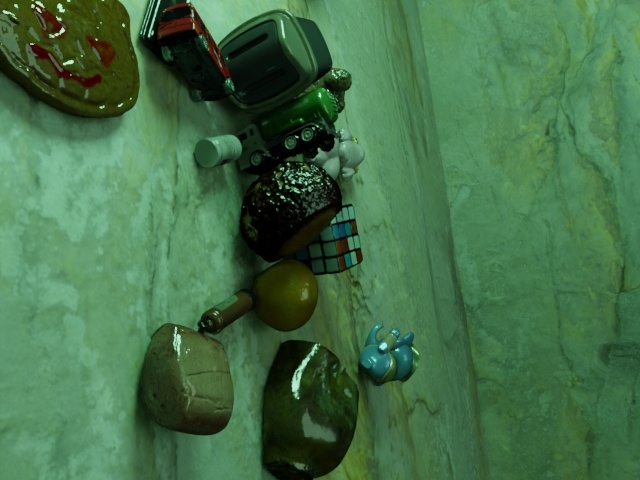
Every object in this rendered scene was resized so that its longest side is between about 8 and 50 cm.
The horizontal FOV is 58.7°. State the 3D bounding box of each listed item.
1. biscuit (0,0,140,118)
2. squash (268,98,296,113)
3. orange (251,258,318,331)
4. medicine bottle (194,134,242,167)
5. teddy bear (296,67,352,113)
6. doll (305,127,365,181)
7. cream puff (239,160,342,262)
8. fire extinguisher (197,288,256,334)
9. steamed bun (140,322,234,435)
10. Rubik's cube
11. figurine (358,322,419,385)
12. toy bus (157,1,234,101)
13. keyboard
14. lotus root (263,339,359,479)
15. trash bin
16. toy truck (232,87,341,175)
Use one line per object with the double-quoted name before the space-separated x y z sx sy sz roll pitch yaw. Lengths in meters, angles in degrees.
"biscuit" -0.376 -0.314 0.851 0.273 0.049 0.258 14 70 -64
"squash" -0.054 -0.308 1.405 0.093 0.169 0.252 52 31 -8
"orange" -0.079 0.117 1.226 0.136 0.159 0.159 7 71 -18
"medicine bottle" -0.205 -0.181 1.146 0.091 0.058 0.058 -34 113 -62
"teddy bear" 0.009 -0.405 1.595 0.177 0.140 0.190 -53 160 3
"doll" 0.045 -0.247 1.645 0.365 0.094 0.160 -18 107 -63
"cream puff" -0.070 -0.070 1.218 0.165 0.239 0.239 52 24 9
"fire extinguisher" -0.187 0.145 1.101 0.177 0.050 0.062 -31 148 -61
"steamed bun" -0.225 0.230 0.938 0.144 0.106 0.175 31 41 -52
"Rubik's cube" 0.000 0.000 1.411 0.154 0.151 0.155 -17 98 -65
"figurine" 0.211 0.354 1.742 0.262 0.153 0.180 43 56 -58
"toy bus" -0.233 -0.350 1.088 0.195 0.081 0.089 57 25 -62
"keyboard" -0.292 -0.445 1.085 0.094 0.025 0.230 46 43 -53
"lotus root" -0.019 0.400 1.260 0.267 0.149 0.260 64 30 -27
"trash bin" -0.098 -0.398 1.264 0.182 0.209 0.290 63 24 -11
"toy truck" -0.071 -0.232 1.233 0.101 0.242 0.125 4 67 -64
